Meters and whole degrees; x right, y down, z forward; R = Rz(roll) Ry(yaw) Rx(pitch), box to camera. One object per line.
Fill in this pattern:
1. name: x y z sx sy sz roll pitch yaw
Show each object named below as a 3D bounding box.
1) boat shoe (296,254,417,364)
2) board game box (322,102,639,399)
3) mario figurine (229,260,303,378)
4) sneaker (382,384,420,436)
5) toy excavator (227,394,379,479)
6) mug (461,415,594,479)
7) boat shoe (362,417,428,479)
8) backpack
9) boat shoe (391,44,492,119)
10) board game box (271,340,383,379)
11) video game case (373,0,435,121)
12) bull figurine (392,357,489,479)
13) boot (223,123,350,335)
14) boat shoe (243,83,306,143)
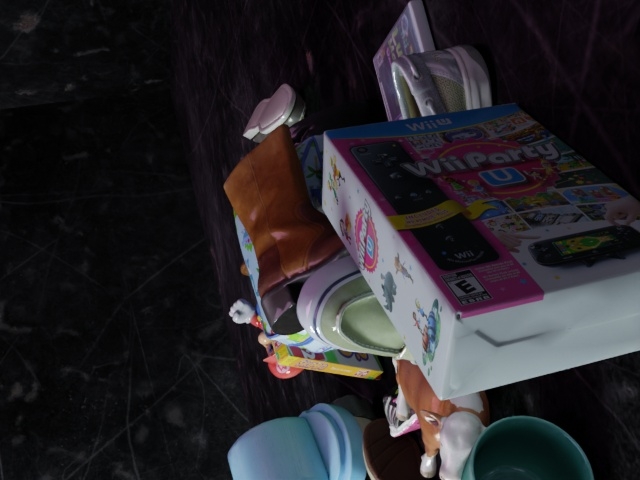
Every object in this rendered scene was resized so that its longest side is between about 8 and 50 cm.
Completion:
1. boat shoe: 0.119 0.078 0.870 0.094 0.302 0.109 38 117 51
2. board game box: 0.151 -0.011 0.778 0.303 0.224 0.097 -122 26 -53
3. mario figurine: -0.115 0.169 1.978 0.198 0.170 0.320 110 148 -58
4. sneaker: 0.133 0.261 1.324 0.170 0.063 0.075 110 141 -70
5. toy excavator: -0.132 0.454 1.491 0.433 0.445 0.222 -54 37 25
6. mug: 0.220 0.278 0.896 0.097 0.129 0.158 95 159 -52
7. boat shoe: 0.136 0.409 1.364 0.257 0.095 0.095 -117 17 -46
8. backpack: 0.000 0.000 1.336 0.290 0.273 0.355 -28 85 48
9. boat shoe: 0.145 -0.064 0.996 0.118 0.103 0.320 -136 38 -66
10. board game box: 0.012 0.169 1.454 0.039 0.259 0.124 -39 53 27
11. video game case: 0.124 -0.198 1.143 0.173 0.022 0.190 133 125 -71
12. bull figurine: 0.158 0.212 1.108 0.310 0.101 0.188 -102 9 -53
13. boot: -0.008 -0.049 1.163 0.264 0.096 0.280 -44 48 31
14. boat shoe: -0.077 -0.242 1.717 0.109 0.091 0.305 -64 16 -7
